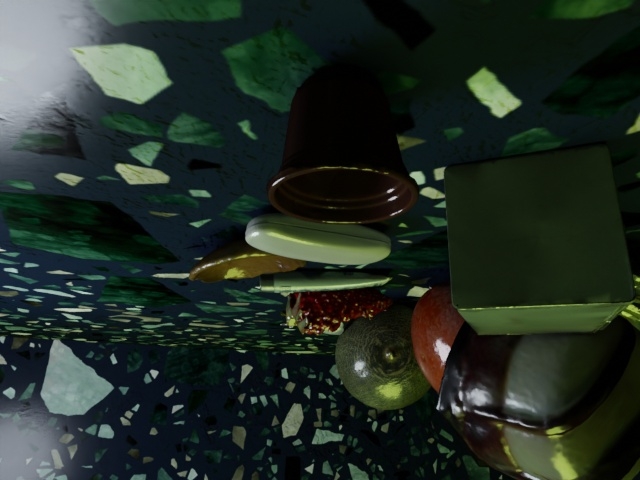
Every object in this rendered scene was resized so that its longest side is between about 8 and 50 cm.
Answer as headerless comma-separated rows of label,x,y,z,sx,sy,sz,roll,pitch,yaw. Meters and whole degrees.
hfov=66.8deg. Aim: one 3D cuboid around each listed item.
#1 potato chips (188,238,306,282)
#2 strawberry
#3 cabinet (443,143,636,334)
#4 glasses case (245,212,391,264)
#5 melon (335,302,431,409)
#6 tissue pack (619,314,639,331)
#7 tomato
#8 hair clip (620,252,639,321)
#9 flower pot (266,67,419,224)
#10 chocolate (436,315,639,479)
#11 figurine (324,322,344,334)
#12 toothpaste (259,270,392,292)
potato chips,-0.114,0.029,0.733,0.150,0.049,0.201,6,159,-31
strawberry,0.025,0.111,0.955,0.208,0.087,0.167,-18,-167,-27
cabinet,0.229,0.018,0.524,0.150,0.145,0.206,-6,161,21
glasses case,0.000,0.000,0.634,0.197,0.049,0.076,9,160,-22
melon,0.159,0.276,1.166,0.248,0.249,0.329,-1,163,7
tissue pack,0.527,0.262,0.953,0.205,0.332,0.405,5,161,-17
tomato,0.293,0.184,0.866,0.264,0.265,0.265,1,162,0
hair clip,0.405,0.049,0.712,0.321,0.091,0.138,16,168,-7
flower pot,0.016,-0.070,0.358,0.111,0.089,0.111,1,163,0
chocolate,0.323,0.210,0.644,0.283,0.284,0.186,8,-176,-21
figurine,0.019,0.171,1.126,0.082,0.086,0.094,-27,108,28
toothpaste,0.009,0.074,0.880,0.239,0.039,0.062,-1,166,-1
